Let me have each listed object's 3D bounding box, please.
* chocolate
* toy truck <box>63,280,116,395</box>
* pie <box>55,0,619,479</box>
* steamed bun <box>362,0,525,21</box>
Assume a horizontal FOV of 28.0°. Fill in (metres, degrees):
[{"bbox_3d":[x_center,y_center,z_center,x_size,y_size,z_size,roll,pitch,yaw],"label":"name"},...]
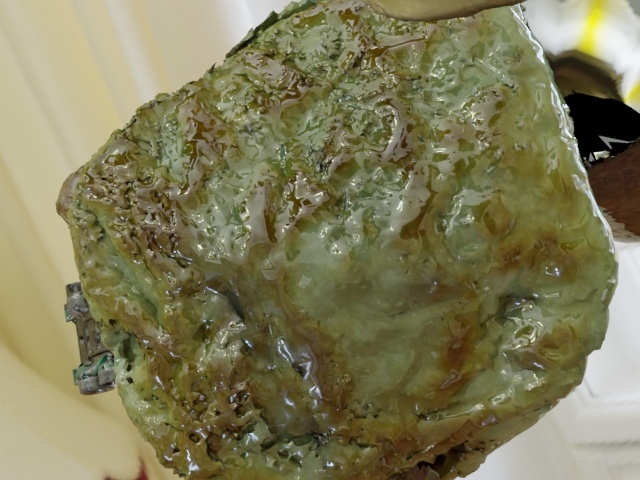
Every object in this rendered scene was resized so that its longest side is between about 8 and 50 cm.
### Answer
[{"bbox_3d":[0.320,-0.178,1.351,0.383,0.384,0.331,-22,-27,31],"label":"chocolate"},{"bbox_3d":[-0.157,0.078,1.246,0.116,0.110,0.216,0,-16,-42],"label":"toy truck"},{"bbox_3d":[0.026,-0.001,0.986,0.418,0.395,0.180,-31,-11,7],"label":"pie"},{"bbox_3d":[0.078,-0.196,0.587,0.155,0.141,0.172,-42,27,-27],"label":"steamed bun"}]
